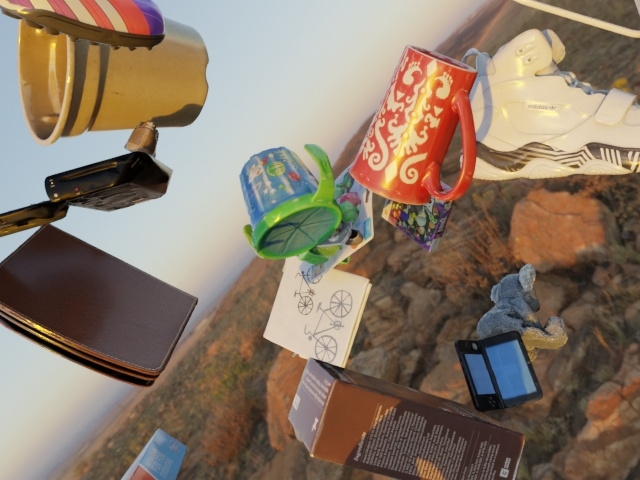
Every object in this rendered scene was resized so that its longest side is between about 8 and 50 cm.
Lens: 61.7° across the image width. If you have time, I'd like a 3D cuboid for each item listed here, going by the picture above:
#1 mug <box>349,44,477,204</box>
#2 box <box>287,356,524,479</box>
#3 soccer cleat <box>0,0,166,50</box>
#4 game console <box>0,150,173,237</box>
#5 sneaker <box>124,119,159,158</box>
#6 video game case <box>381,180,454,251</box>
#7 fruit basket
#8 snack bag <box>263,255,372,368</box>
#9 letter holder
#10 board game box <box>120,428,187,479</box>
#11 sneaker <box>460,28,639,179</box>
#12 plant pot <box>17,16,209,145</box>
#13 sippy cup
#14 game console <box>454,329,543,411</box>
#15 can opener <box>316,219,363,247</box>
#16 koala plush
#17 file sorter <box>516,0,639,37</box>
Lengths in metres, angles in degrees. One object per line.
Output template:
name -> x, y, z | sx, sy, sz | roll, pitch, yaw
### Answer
mug -> 0.133, -0.137, 0.665 | 0.113, 0.150, 0.169 | -41, -26, -61
box -> 0.150, 0.346, 0.989 | 0.191, 0.382, 0.143 | 179, 109, -75
soccer cleat -> -0.272, -0.261, 0.453 | 0.116, 0.318, 0.108 | -61, 41, 21
game console -> -0.399, -0.050, 0.778 | 0.362, 0.043, 0.213 | -17, 1, -4
sneaker -> -0.351, -0.202, 1.085 | 0.071, 0.066, 0.188 | -63, 23, -1
video game case -> 0.299, -0.111, 1.660 | 0.042, 0.232, 0.210 | -13, -51, -35
fruit basket -> 0.050, -0.078, 1.650 | 0.353, 0.166, 0.326 | 133, 145, -54
snack bag -> -0.022, 0.236, 1.774 | 0.037, 0.343, 0.322 | 17, -91, -57
letter holder -> -0.400, 0.143, 0.915 | 0.152, 0.302, 0.214 | -56, 12, 28
board game box -> -0.336, 0.470, 0.807 | 0.316, 0.064, 0.242 | -54, 5, -3
sneaker -> 0.373, -0.205, 0.770 | 0.366, 0.210, 0.137 | -1, 18, 34
plant pot -> -0.414, -0.353, 1.105 | 0.306, 0.333, 0.334 | -4, -26, -42
sippy cup -> -0.094, -0.107, 1.361 | 0.306, 0.224, 0.240 | -30, -25, 7
game console -> 0.348, 0.254, 1.056 | 0.124, 0.143, 0.085 | 11, -36, -39
can opener -> 0.000, 0.000, 1.538 | 0.284, 0.095, 0.075 | -7, 53, 49
koala plush -> 0.528, 0.182, 1.453 | 0.196, 0.204, 0.221 | 119, 167, -59
file sorter -> 0.330, -0.389, 0.553 | 0.277, 0.193, 0.173 | 107, -179, -48
